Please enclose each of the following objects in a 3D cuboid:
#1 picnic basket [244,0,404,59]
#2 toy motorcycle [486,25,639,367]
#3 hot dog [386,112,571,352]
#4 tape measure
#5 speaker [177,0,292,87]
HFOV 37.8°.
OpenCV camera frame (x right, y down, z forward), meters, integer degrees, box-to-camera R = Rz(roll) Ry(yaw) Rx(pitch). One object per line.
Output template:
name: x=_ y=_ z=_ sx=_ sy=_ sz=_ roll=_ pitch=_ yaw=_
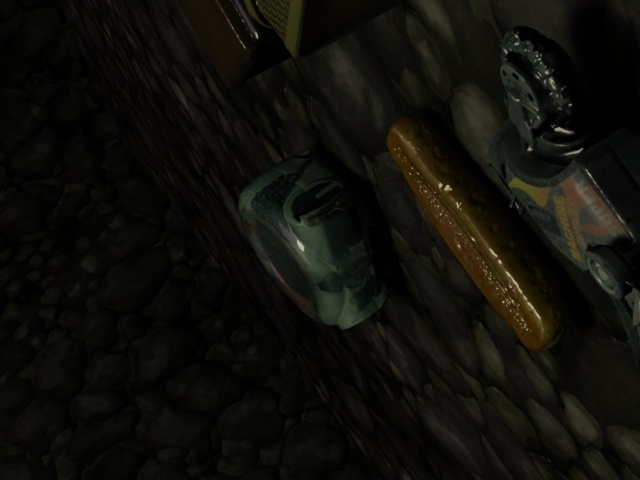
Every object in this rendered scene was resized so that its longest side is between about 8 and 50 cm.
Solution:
picnic basket: x=0.010 y=-0.279 z=0.724 sx=0.139 sy=0.165 sz=0.267 roll=55 pitch=166 yaw=11
toy motorcycle: x=0.217 y=-0.016 z=0.687 sx=0.307 sy=0.108 sz=0.173 roll=57 pitch=175 yaw=6
hot dog: x=0.161 y=-0.016 z=0.957 sx=0.286 sy=0.061 sz=0.088 roll=57 pitch=163 yaw=15
tape measure: x=0.000 y=0.000 z=1.399 sx=0.275 sy=0.147 sz=0.256 roll=34 pitch=153 yaw=53
speaker: x=-0.083 y=-0.311 z=1.017 sx=0.231 sy=0.153 sz=0.192 roll=60 pitch=166 yaw=-4
